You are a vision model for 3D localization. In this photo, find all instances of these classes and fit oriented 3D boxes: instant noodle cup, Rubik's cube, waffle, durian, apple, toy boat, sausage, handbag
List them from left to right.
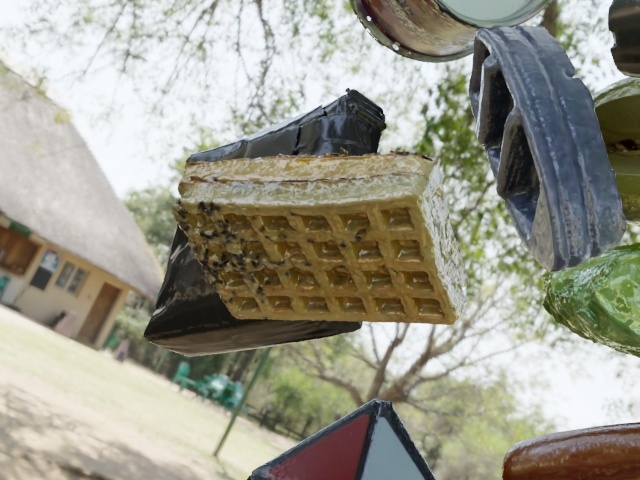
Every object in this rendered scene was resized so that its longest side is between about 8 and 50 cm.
[{"bbox_3d":[-0.058,-0.014,0.765,0.246,0.223,0.080,-14,-29,39],"label":"handbag"},{"bbox_3d":[0.000,0.001,0.448,0.148,0.042,0.102,0,-44,25],"label":"waffle"},{"bbox_3d":[0.059,0.432,1.252,0.248,0.250,0.246,55,-14,31],"label":"Rubik's cube"},{"bbox_3d":[0.224,-0.453,1.330,0.339,0.340,0.266,28,5,-15],"label":"instant noodle cup"},{"bbox_3d":[0.201,-0.087,0.772,0.078,0.283,0.127,-6,-40,-5],"label":"toy boat"},{"bbox_3d":[0.352,0.258,0.982,0.300,0.083,0.089,-20,-41,35],"label":"sausage"},{"bbox_3d":[0.509,0.085,1.319,0.255,0.205,0.339,12,-3,-12],"label":"durian"},{"bbox_3d":[0.611,-0.172,1.577,0.254,0.292,0.292,1,-21,22],"label":"apple"}]

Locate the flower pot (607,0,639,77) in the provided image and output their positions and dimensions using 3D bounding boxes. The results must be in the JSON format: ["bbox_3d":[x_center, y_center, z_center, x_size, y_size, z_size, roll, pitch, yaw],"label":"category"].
[{"bbox_3d":[0.400,-0.250,0.953,0.106,0.157,0.157,4,-23,42],"label":"flower pot"}]
